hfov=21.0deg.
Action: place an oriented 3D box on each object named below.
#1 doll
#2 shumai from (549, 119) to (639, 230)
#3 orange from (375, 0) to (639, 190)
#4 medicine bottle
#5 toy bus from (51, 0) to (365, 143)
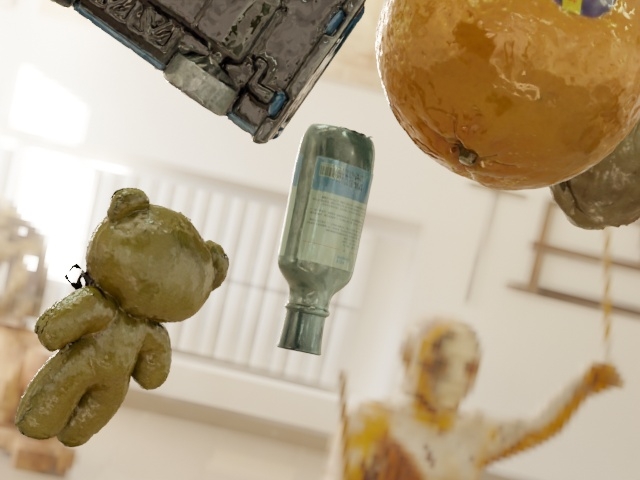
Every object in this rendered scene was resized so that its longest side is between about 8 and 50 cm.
[{"bbox_3d":[-0.168,0.062,1.341,0.137,0.209,0.097,33,4,-42],"label":"doll"},{"bbox_3d":[0.384,-0.144,1.747,0.267,0.314,0.262,40,-19,-33],"label":"shumai"},{"bbox_3d":[0.151,-0.141,1.331,0.219,0.193,0.219,1,-18,0],"label":"orange"},{"bbox_3d":[0.000,0.000,1.585,0.053,0.209,0.090,9,-4,35],"label":"medicine bottle"},{"bbox_3d":[-0.095,-0.165,1.026,0.234,0.116,0.133,35,5,2],"label":"toy bus"}]
